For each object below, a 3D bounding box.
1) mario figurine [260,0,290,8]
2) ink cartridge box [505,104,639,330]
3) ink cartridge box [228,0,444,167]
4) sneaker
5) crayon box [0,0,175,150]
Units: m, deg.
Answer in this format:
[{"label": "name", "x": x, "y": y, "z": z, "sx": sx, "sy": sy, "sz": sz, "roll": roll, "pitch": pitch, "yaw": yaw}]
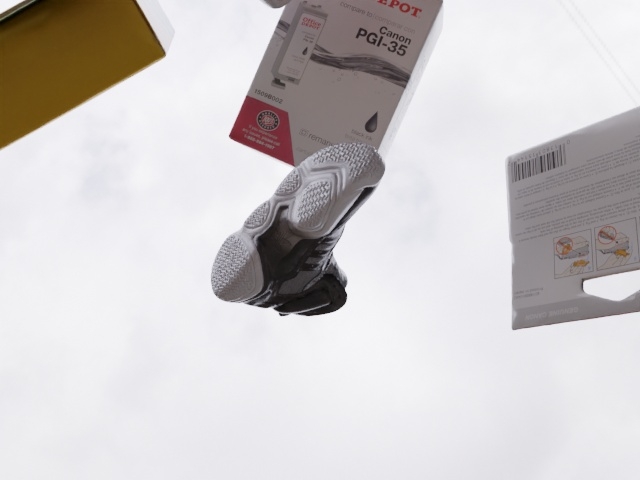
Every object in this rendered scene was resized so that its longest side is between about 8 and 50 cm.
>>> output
[{"label": "mario figurine", "x": -0.068, "y": -0.397, "z": 0.688, "sx": 0.320, "sy": 0.198, "sz": 0.170, "roll": 32, "pitch": -106, "yaw": -3}, {"label": "ink cartridge box", "x": 0.372, "y": -0.028, "z": 0.764, "sx": 0.066, "sy": 0.296, "sz": 0.261, "roll": 20, "pitch": -115, "yaw": -35}, {"label": "ink cartridge box", "x": 0.025, "y": -0.229, "z": 0.882, "sx": 0.207, "sy": 0.117, "sz": 0.283, "roll": 24, "pitch": -86, "yaw": 9}, {"label": "sneaker", "x": 0.000, "y": 0.000, "z": 0.762, "sx": 0.268, "sy": 0.101, "sz": 0.153, "roll": -40, "pitch": -47, "yaw": 22}, {"label": "crayon box", "x": -0.232, "y": -0.152, "z": 0.526, "sx": 0.202, "sy": 0.318, "sz": 0.081, "roll": -28, "pitch": -66, "yaw": 1}]
